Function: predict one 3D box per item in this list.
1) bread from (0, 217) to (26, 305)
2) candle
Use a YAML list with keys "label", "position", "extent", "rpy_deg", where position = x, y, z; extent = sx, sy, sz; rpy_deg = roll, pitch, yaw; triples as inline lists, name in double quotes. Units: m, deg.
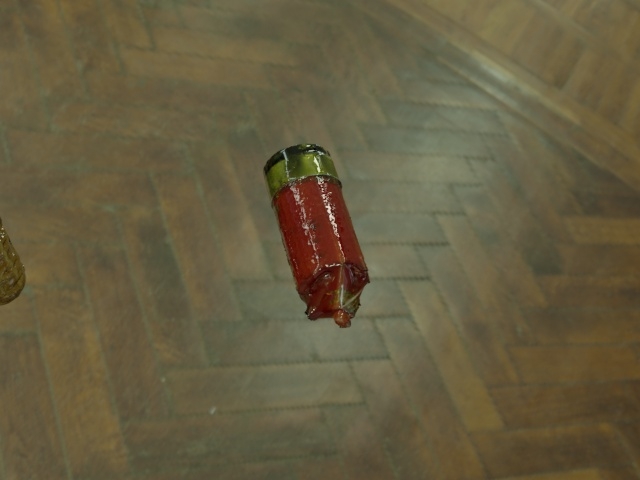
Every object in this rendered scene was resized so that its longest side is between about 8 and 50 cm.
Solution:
- label: "bread"
  position: [-0.281, -0.012, 0.870]
  extent: [0.044, 0.157, 0.052]
  rpy_deg: [-6, 37, 14]
- label: "candle"
  position: [0.000, 0.000, 0.713]
  extent: [0.052, 0.052, 0.131]
  rpy_deg: [2, 55, -31]
